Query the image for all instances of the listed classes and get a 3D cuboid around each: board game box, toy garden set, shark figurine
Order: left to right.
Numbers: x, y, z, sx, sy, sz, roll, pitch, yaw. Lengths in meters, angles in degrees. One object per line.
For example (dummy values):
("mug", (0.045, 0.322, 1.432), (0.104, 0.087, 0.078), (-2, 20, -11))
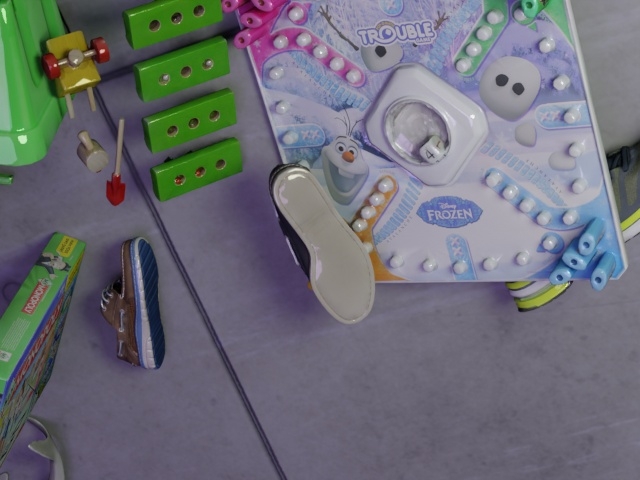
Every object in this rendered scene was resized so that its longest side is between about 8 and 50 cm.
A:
("board game box", (-0.360, 0.155, 1.761), (0.046, 0.317, 0.213), (20, 119, -2))
("shark figurine", (-0.400, 0.371, 1.997), (0.166, 0.116, 0.278), (39, 118, -12))
("toy garden set", (-0.198, -0.153, 1.662), (0.204, 0.049, 0.244), (-22, 131, -21))
("board game box", (0.106, -0.117, 1.621), (0.390, 0.050, 0.390), (-2, 118, 32))

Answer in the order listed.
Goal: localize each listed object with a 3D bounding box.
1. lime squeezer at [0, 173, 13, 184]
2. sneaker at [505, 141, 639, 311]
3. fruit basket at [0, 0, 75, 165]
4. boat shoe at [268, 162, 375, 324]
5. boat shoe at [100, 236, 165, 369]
("lime squeezer", (-0.519, -0.139, 1.803), (0.310, 0.059, 0.110), (42, 86, -10))
("sneaker", (0.291, -0.047, 1.661), (0.121, 0.111, 0.300), (42, 114, -8))
("fruit basket", (-0.463, -0.127, 1.642), (0.392, 0.283, 0.392), (2, 120, 3))
("boat shoe", (0.000, 0.000, 1.701), (0.075, 0.065, 0.206), (-30, 112, -7))
("boat shoe", (-0.235, 0.079, 1.842), (0.066, 0.066, 0.183), (3, 117, 11))
